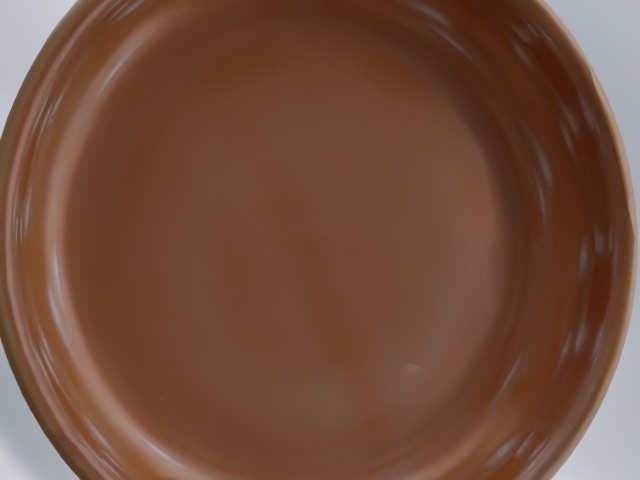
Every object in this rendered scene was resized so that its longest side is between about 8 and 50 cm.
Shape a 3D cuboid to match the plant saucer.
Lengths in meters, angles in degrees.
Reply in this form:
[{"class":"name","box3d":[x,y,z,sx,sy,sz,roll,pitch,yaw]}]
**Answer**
[{"class":"plant saucer","box3d":[0.000,0.000,0.451,0.200,0.200,0.037,52,-16,-12]}]
